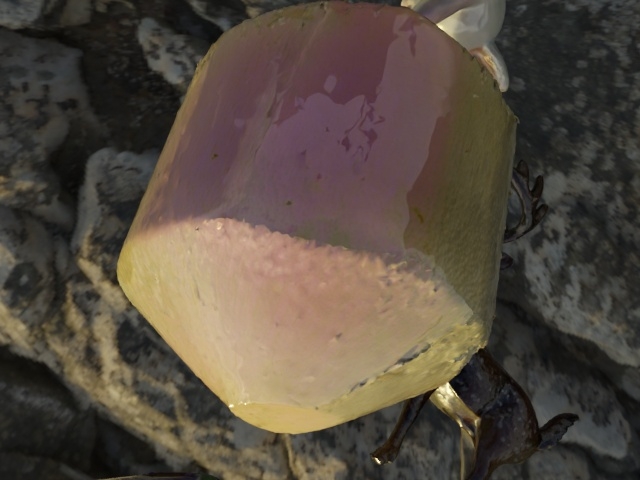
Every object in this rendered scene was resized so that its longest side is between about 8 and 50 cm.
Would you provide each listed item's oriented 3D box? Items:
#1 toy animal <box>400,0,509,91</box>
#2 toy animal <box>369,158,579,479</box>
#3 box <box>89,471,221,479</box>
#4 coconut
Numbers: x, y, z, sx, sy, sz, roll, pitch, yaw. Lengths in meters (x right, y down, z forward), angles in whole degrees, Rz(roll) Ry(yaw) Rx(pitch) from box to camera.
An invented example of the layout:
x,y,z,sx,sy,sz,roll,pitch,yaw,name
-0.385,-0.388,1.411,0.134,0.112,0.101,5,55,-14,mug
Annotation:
x,y,z,sx,sy,sz,roll,pitch,yaw,name
0.129,-0.257,1.018,0.138,0.141,0.283,-6,140,-1,toy animal
0.111,0.084,0.791,0.260,0.087,0.244,-44,117,-25,toy animal
-0.236,0.287,0.969,0.134,0.345,0.097,-5,80,27,box
0.000,0.000,0.621,0.233,0.233,0.245,16,68,0,coconut
